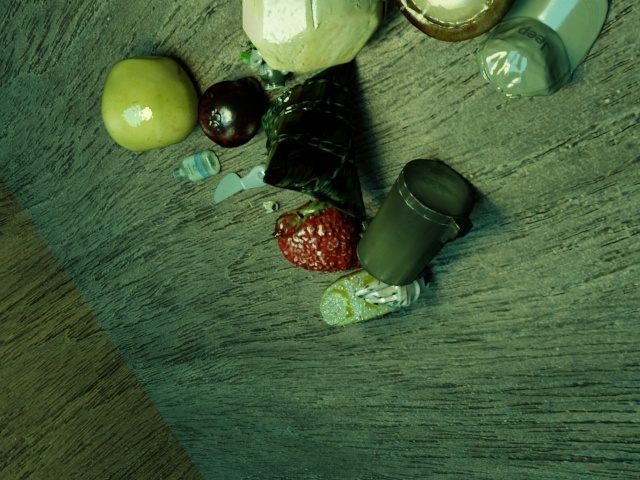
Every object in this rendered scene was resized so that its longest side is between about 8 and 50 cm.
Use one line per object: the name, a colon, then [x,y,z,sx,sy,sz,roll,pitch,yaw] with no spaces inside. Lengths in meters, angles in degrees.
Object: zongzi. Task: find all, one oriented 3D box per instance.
zongzi: [0.011,-0.225,1.591,0.319,0.383,0.362,-23,138,36]

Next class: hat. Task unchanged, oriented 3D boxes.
hat: [0.442,-0.424,1.228,0.214,0.149,0.245,34,144,15]

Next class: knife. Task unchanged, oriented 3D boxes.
knife: [-0.276,-0.192,2.000,0.331,0.044,0.080,-13,109,46]

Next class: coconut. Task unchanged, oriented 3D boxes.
coconut: [-0.015,-0.564,1.362,0.352,0.352,0.352,19,128,27]

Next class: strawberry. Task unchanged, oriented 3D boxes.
strawberry: [0.004,-0.001,1.754,0.261,0.261,0.257,-6,115,40]

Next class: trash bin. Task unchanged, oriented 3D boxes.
trash bin: [0.242,-0.037,1.575,0.252,0.203,0.301,56,140,25]

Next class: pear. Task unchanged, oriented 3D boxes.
pear: [-0.529,-0.427,1.864,0.309,0.309,0.309,19,128,27]

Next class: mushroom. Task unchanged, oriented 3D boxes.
mushroom: [0.277,-0.565,1.243,0.297,0.163,0.278,49,144,1]

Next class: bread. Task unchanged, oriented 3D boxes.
bread: [0.117,0.159,1.822,0.156,0.260,0.158,-140,32,-80]

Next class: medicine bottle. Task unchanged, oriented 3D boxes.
medicine bottle: [-0.432,-0.251,2.065,0.208,0.054,0.090,-10,110,42]

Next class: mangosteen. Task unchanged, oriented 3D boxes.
mangosteen: [-0.257,-0.370,1.748,0.210,0.210,0.210,19,128,27]

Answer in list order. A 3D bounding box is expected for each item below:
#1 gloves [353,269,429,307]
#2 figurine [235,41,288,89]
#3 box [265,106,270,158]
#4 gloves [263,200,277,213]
gloves: [0.198,0.130,1.693,0.111,0.212,0.127,33,133,51]
figurine: [-0.140,-0.510,1.630,0.147,0.126,0.192,15,116,53]
box: [-0.110,-0.278,1.798,0.103,0.055,0.244,20,128,26]
gloves: [-0.161,-0.107,1.959,0.081,0.037,0.044,17,92,47]
